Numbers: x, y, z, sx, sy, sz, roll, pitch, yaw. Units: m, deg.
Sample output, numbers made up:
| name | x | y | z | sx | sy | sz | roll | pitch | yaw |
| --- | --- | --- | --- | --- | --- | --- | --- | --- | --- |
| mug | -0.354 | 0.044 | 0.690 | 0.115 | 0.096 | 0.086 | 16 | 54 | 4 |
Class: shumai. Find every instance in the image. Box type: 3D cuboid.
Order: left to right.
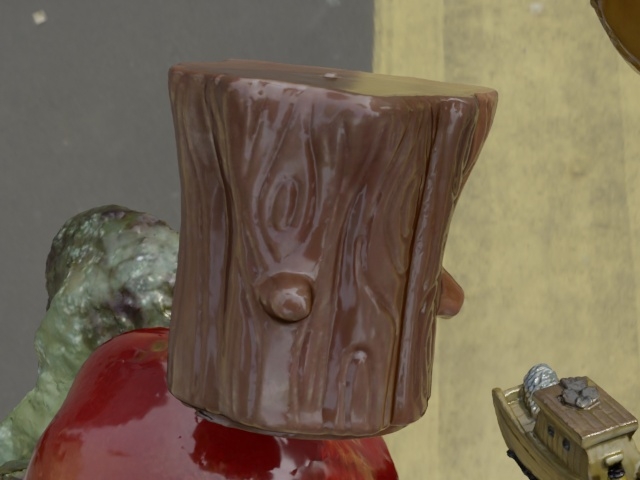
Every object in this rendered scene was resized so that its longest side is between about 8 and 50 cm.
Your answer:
| name | x | y | z | sx | sy | sz | roll | pitch | yaw |
| --- | --- | --- | --- | --- | --- | --- | --- | --- | --- |
| shumai | -0.225 | 0.195 | 1.597 | 0.395 | 0.395 | 0.348 | 32 | 70 | 20 |

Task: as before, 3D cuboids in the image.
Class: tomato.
| name | x | y | z | sx | sy | sz | roll | pitch | yaw |
| --- | --- | --- | --- | --- | --- | --- | --- | --- | --- |
| tomato | -0.086 | 0.229 | 1.155 | 0.290 | 0.325 | 0.293 | 15 | 83 | 23 |

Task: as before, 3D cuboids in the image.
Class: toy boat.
| name | x | y | z | sx | sy | sz | roll | pitch | yaw |
| --- | --- | --- | --- | --- | --- | --- | --- | --- | --- |
| toy boat | 0.275 | 0.212 | 1.434 | 0.089 | 0.121 | 0.321 | -14 | 24 | -17 |

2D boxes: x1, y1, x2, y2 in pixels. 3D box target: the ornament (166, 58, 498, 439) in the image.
| name | x | y | z | sx | sy | sz | roll | pitch | yaw |
| --- | --- | --- | --- | --- | --- | --- | --- | --- | --- |
| ornament | 0.000 | 0.000 | 0.918 | 0.221 | 0.235 | 0.217 | 1 | 102 | -27 |

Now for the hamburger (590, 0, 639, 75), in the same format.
| name | x | y | z | sx | sy | sz | roll | pitch | yaw |
| --- | --- | --- | --- | --- | --- | --- | --- | --- | --- |
| hamburger | 0.191 | -0.205 | 0.614 | 0.158 | 0.318 | 0.318 | -23 | 63 | -10 |
